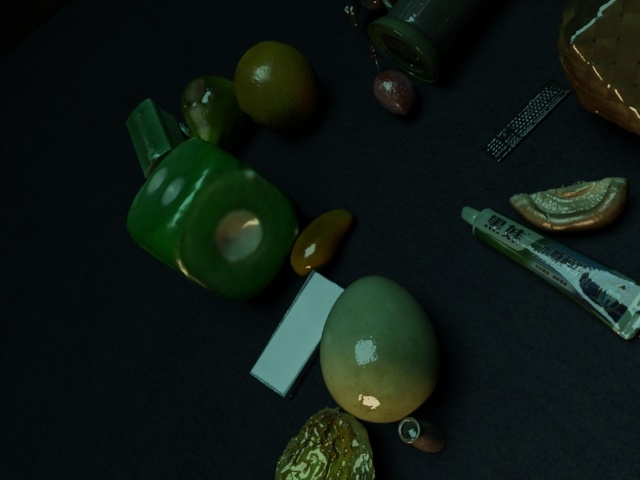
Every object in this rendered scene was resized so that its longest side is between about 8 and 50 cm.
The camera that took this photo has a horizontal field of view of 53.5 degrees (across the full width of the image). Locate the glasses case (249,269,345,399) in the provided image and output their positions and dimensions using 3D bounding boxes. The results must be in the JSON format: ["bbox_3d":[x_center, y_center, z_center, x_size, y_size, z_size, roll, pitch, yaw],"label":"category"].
[{"bbox_3d":[-0.038,0.206,1.390,0.105,0.056,0.266,31,87,18],"label":"glasses case"}]

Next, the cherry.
[{"bbox_3d":[0.153,-0.378,1.493,0.090,0.107,0.225,-45,59,28],"label":"cherry"}]

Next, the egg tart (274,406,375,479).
[{"bbox_3d":[0.018,0.444,1.190,0.232,0.098,0.252,-5,60,42],"label":"egg tart"}]

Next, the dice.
[{"bbox_3d":[-0.247,-0.049,1.476,0.287,0.297,0.300,-58,34,-2],"label":"dice"}]

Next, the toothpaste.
[{"bbox_3d":[0.402,0.032,1.137,0.392,0.061,0.098,37,90,41],"label":"toothpaste"}]

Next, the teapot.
[{"bbox_3d":[0.266,-0.567,1.450,0.270,0.200,0.337,38,90,21],"label":"teapot"}]

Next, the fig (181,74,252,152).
[{"bbox_3d":[-0.292,-0.310,1.764,0.206,0.206,0.275,-1,82,36],"label":"fig"}]

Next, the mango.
[{"bbox_3d":[0.000,0.000,1.439,0.102,0.085,0.184,27,80,46],"label":"mango"}]

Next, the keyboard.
[{"bbox_3d":[0.420,-0.247,1.304,0.198,0.010,0.063,-46,47,8],"label":"keyboard"}]

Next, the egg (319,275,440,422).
[{"bbox_3d":[0.108,0.189,1.173,0.218,0.218,0.295,-25,39,24],"label":"egg"}]

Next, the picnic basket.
[{"bbox_3d":[0.567,-0.340,1.100,0.293,0.337,0.337,-44,48,19],"label":"picnic basket"}]

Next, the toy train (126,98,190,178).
[{"bbox_3d":[-0.430,-0.265,1.819,0.120,0.202,0.301,-43,49,16],"label":"toy train"}]

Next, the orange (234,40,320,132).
[{"bbox_3d":[-0.111,-0.391,1.628,0.236,0.236,0.236,-17,58,29],"label":"orange"}]

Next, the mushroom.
[{"bbox_3d":[0.448,-0.056,1.142,0.210,0.072,0.094,-11,59,36],"label":"mushroom"}]

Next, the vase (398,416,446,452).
[{"bbox_3d":[0.177,0.340,1.116,0.053,0.101,0.053,-17,59,30],"label":"vase"}]

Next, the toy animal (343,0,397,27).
[{"bbox_3d":[0.198,-0.643,1.601,0.298,0.122,0.185,-39,50,12],"label":"toy animal"}]

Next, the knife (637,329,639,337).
[{"bbox_3d":[0.517,0.132,1.035,0.023,0.010,0.170,-25,52,17],"label":"knife"}]
